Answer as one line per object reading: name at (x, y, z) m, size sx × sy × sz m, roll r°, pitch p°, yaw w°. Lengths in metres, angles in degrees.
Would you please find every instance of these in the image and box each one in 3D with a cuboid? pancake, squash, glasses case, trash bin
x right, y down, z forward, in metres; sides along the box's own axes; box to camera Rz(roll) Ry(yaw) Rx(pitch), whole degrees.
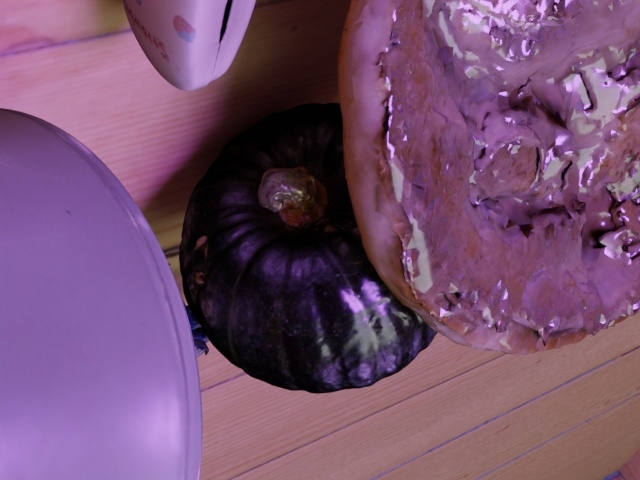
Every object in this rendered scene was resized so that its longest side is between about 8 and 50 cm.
pancake at (0.159, -0.109, 0.936) m, size 0.387 × 0.082 × 0.386 m, roll -16°, pitch 116°, yaw -35°
squash at (0.002, 0.003, 0.999) m, size 0.193 × 0.193 × 0.155 m, roll -25°, pitch 137°, yaw -31°
glasses case at (-0.060, -0.152, 0.733) m, size 0.051 × 0.081 × 0.204 m, roll -25°, pitch 154°, yaw -27°
trash bin at (-0.256, 0.085, 0.649) m, size 0.432 × 0.280 × 0.280 m, roll -6°, pitch 143°, yaw -49°

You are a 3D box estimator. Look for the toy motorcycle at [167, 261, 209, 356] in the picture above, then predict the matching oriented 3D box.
toy motorcycle at (-0.146, 0.071, 1.077) m, size 0.114 × 0.076 × 0.205 m, roll -33°, pitch 162°, yaw 13°
